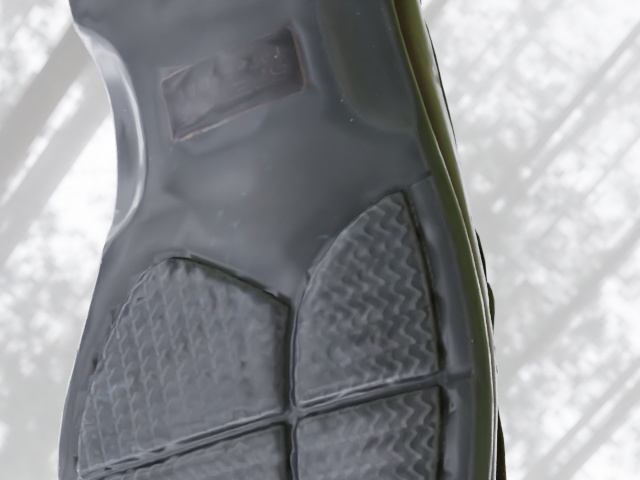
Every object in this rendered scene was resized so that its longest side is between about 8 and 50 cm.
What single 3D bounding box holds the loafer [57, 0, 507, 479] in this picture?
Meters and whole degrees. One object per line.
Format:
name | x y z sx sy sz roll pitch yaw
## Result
loafer | 0.000 0.000 0.463 0.095 0.109 0.302 19 -118 -60
